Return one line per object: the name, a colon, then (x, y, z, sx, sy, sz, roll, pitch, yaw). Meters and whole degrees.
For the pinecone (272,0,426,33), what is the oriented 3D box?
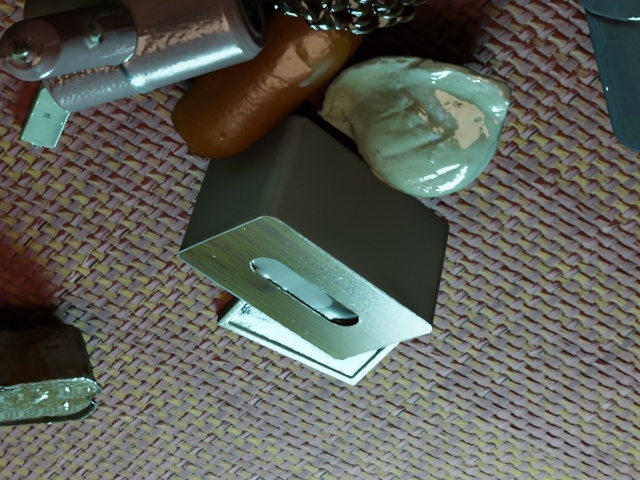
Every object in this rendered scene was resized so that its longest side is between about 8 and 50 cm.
pinecone: (0.013, -0.295, 1.529, 0.221, 0.221, 0.221, -1, 134, -1)

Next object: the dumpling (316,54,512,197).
dumpling: (0.093, -0.126, 1.728, 0.179, 0.131, 0.252, 26, 163, -9)

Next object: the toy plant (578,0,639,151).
toy plant: (0.326, -0.285, 1.561, 0.279, 0.185, 0.400, -4, 118, 18)

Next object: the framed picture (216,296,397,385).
framed picture: (0.001, 0.091, 2.024, 0.203, 0.015, 0.150, 27, 127, -25)

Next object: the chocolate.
chocolate: (-0.369, 0.158, 2.003, 0.214, 0.093, 0.148, -5, 158, -14)

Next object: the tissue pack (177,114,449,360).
tissue pack: (-0.001, 0.000, 1.828, 0.246, 0.136, 0.159, 35, 143, -29)

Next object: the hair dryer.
hair dryer: (-0.187, -0.186, 1.543, 0.210, 0.352, 0.125, -14, 99, 14)

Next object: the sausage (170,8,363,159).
sausage: (-0.057, -0.164, 1.726, 0.098, 0.098, 0.238, 35, 123, -30)

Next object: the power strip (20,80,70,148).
power strip: (-0.286, -0.133, 1.800, 0.040, 0.016, 0.090, 16, 132, -17)
